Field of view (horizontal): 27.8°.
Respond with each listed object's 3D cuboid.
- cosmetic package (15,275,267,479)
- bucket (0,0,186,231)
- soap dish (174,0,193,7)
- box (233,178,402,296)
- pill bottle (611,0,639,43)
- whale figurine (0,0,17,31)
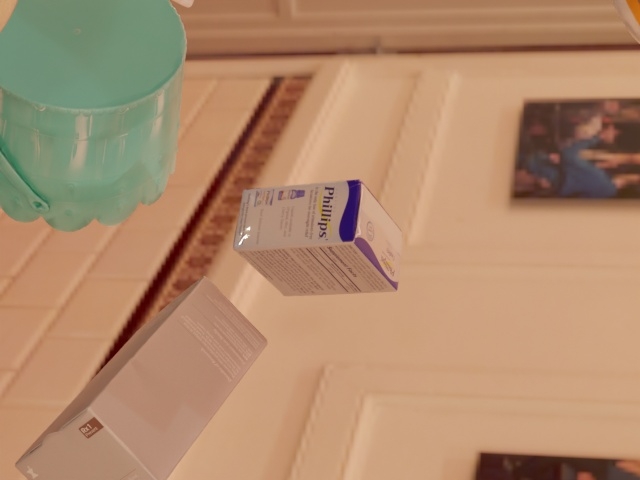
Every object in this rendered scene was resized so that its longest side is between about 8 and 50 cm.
[{"bbox_3d":[-0.161,0.150,1.207,0.107,0.127,0.238,46,37,-9],"label":"cosmetic package"},{"bbox_3d":[-0.281,-0.171,1.456,0.183,0.281,0.281,108,-5,-49],"label":"bucket"},{"bbox_3d":[-0.267,-0.427,1.638,0.118,0.291,0.229,-55,168,7],"label":"soap dish"},{"bbox_3d":[0.000,0.000,1.341,0.126,0.137,0.072,47,45,-55],"label":"box"},{"bbox_3d":[0.523,-0.371,1.681,0.162,0.278,0.162,34,44,-40],"label":"pill bottle"},{"bbox_3d":[-0.318,-0.267,0.975,0.216,0.141,0.272,-20,120,-56],"label":"whale figurine"}]
